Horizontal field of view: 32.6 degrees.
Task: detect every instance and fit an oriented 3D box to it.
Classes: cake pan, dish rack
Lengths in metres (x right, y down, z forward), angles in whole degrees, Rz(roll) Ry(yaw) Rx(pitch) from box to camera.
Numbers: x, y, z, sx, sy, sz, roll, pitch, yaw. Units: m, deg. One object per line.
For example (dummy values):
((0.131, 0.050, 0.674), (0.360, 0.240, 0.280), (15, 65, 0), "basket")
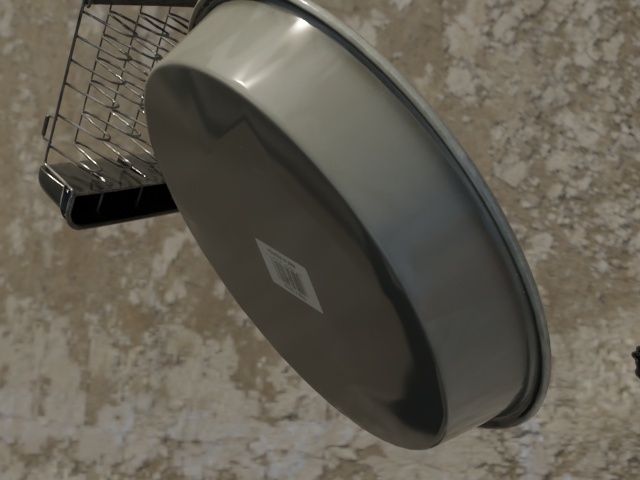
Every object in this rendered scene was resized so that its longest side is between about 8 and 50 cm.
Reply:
((0.000, 0.000, 0.603), (0.054, 0.293, 0.293), (-37, 55, -20), "cake pan")
((-0.150, -0.153, 1.014), (0.074, 0.208, 0.272), (33, 117, 27), "dish rack")

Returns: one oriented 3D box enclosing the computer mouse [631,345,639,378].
((0.304, 0.152, 0.639), (0.262, 0.184, 0.060), (29, 89, 31), "computer mouse")
